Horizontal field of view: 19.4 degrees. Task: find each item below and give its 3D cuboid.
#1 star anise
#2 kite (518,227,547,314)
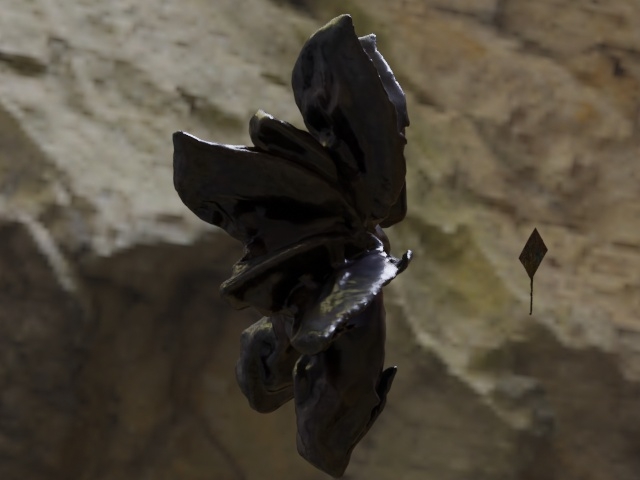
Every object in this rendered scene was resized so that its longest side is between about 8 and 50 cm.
[{"bbox_3d":[0.000,-0.004,1.078,0.212,0.129,0.282,60,38,-64],"label":"star anise"},{"bbox_3d":[0.196,0.025,1.703,0.002,0.044,0.078,14,-48,38],"label":"kite"}]
